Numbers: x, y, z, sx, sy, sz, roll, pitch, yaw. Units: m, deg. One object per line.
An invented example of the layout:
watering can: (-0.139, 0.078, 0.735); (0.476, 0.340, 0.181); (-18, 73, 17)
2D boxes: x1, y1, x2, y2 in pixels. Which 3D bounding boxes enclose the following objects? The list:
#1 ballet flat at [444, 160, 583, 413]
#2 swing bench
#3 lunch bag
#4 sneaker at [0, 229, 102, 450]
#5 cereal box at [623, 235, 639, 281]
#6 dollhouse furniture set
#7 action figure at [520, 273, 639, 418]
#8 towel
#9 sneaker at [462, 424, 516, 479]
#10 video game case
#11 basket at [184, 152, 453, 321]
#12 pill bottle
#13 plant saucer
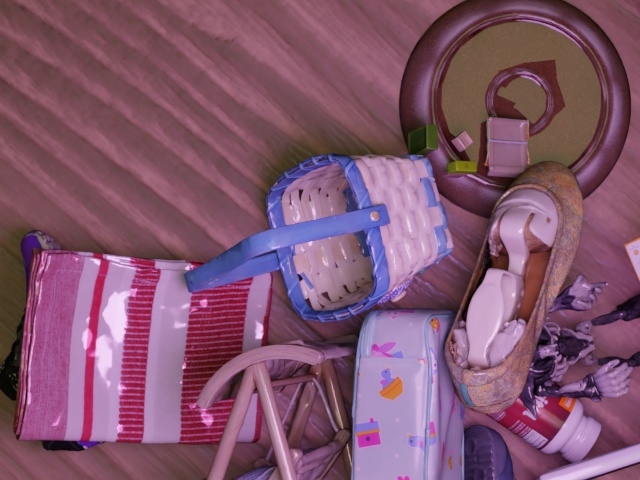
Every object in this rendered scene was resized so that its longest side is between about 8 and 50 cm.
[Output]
ballet flat: (0.234, 0.037, 1.789); (0.123, 0.123, 0.348); (21, 70, -1)
swing bench: (-0.037, 0.242, 1.807); (0.165, 0.253, 0.254); (1, 88, 20)
lunch bag: (0.113, 0.222, 1.828); (0.108, 0.224, 0.279); (2, 91, 17)
sneaker: (-0.357, 0.137, 1.896); (0.146, 0.102, 0.293); (-20, 89, -1)
cereal box: (0.479, 0.102, 1.863); (0.047, 0.173, 0.240); (-29, 77, 30)
dollhouse furniture set: (0.193, -0.119, 1.905); (0.152, 0.058, 0.076); (2, 81, -20)
action figure: (0.332, 0.125, 1.852); (0.276, 0.141, 0.164); (-9, 78, -27)
towel: (-0.216, 0.139, 1.864); (0.329, 0.037, 0.237); (5, 89, -27)
sneaker: (0.241, 0.399, 1.917); (0.131, 0.112, 0.319); (3, 83, -30)
video game case: (0.369, 0.279, 1.862); (0.212, 0.193, 0.023); (-18, 77, -2)
basket: (0.000, 0.000, 1.810); (0.289, 0.255, 0.201); (-10, 84, -27)
pill bottle: (0.284, 0.221, 1.915); (0.152, 0.086, 0.086); (34, 88, -1)
plant saucer: (0.260, -0.180, 1.944); (0.311, 0.050, 0.310); (0, 88, -2)
